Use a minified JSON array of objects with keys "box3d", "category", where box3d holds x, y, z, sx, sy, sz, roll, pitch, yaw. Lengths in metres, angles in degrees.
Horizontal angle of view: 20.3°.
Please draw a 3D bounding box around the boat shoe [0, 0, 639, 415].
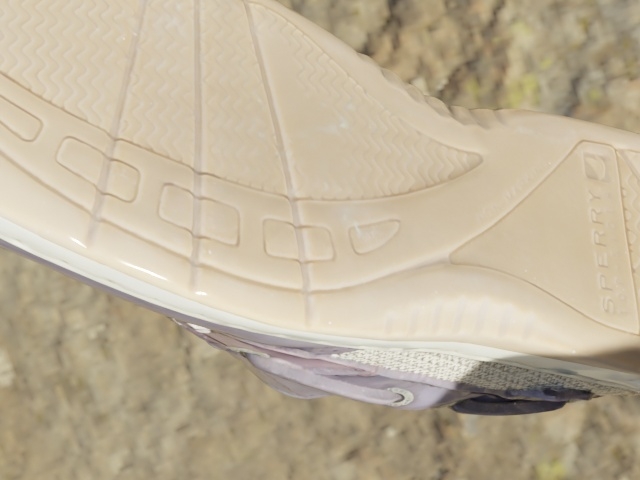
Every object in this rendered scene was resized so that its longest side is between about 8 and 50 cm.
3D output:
[{"box3d":[0.000,0.000,0.507,0.092,0.285,0.103,-42,43,49],"category":"boat shoe"}]
